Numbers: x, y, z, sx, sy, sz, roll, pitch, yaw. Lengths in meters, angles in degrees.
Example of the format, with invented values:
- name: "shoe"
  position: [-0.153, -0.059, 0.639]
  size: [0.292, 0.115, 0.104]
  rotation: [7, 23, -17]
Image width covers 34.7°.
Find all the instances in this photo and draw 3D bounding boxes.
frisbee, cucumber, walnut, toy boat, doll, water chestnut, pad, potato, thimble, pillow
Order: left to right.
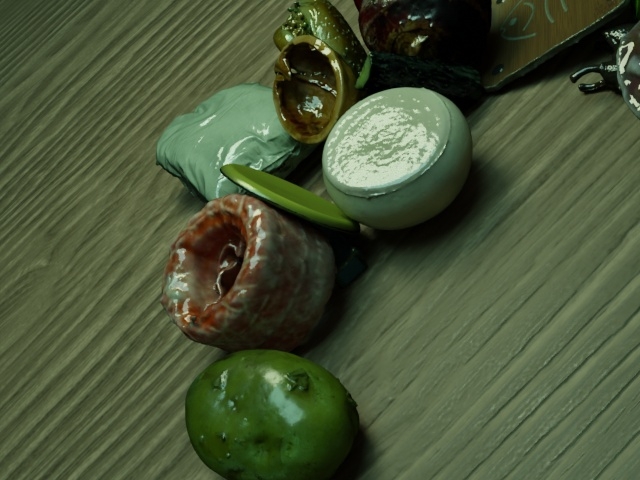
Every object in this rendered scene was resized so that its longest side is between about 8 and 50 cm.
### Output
- name: "pillow"
  position: [-0.137, -0.179, 1.845]
  size: [0.283, 0.138, 0.310]
  rotation: [-38, 37, -14]
- name: "thimble"
  position: [-0.111, 0.052, 1.510]
  size: [0.239, 0.162, 0.239]
  rotation: [-23, 56, 39]
- name: "potato"
  position: [-0.064, 0.236, 1.342]
  size: [0.253, 0.148, 0.186]
  rotation: [22, 82, 40]
- name: "frisbee"
  position: [-0.044, -0.066, 1.558]
  size: [0.236, 0.236, 0.017]
  rotation: [37, 105, 52]
- name: "toy boat"
  position: [0.000, 0.000, 1.588]
  size: [0.075, 0.077, 0.185]
  rotation: [-41, 37, -2]
- name: "walnut"
  position: [0.007, -0.239, 1.675]
  size: [0.211, 0.087, 0.167]
  rotation: [50, 126, 43]
- name: "cucumber"
  position: [0.156, -0.245, 1.616]
  size: [0.062, 0.211, 0.078]
  rotation: [60, 135, 34]
- name: "water chestnut"
  position: [0.180, -0.376, 1.719]
  size: [0.224, 0.224, 0.238]
  rotation: [-17, 57, 26]
- name: "pad"
  position: [0.378, -0.391, 1.682]
  size: [0.284, 0.018, 0.286]
  rotation: [-30, 32, 36]
- name: "doll"
  position: [0.457, -0.267, 1.512]
  size: [0.165, 0.057, 0.139]
  rotation: [2, 51, 39]

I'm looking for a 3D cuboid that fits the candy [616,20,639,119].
- name: "candy"
  position: [0.522, -0.200, 1.306]
  size: [0.289, 0.157, 0.214]
  rotation: [35, 90, 45]

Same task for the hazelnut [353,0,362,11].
- name: "hazelnut"
  position: [0.139, -0.475, 1.870]
  size: [0.208, 0.208, 0.208]
  rotation: [-22, 40, 20]

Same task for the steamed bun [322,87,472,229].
- name: "steamed bun"
  position: [0.123, -0.112, 1.547]
  size: [0.232, 0.145, 0.231]
  rotation: [-15, 50, 19]

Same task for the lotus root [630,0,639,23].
- name: "lotus root"
  position: [0.550, -0.418, 1.525]
  size: [0.186, 0.186, 0.186]
  rotation: [-22, 40, 20]

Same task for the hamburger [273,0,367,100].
- name: "hamburger"
  position: [0.018, -0.327, 1.823]
  size: [0.122, 0.189, 0.215]
  rotation: [-37, 76, 11]
